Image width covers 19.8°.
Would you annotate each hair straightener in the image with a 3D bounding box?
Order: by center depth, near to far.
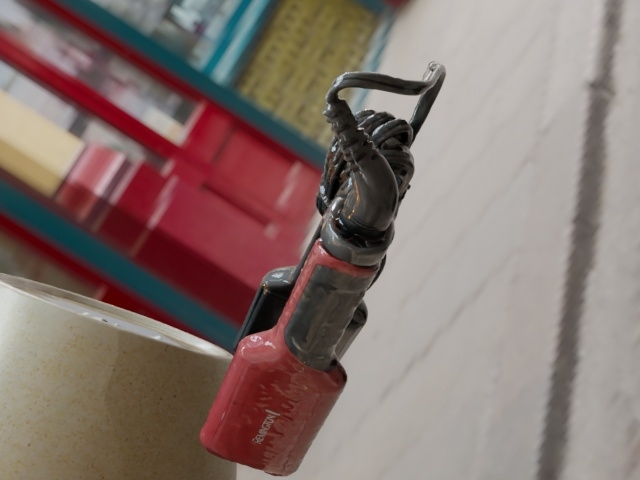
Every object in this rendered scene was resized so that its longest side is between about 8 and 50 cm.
[{"bbox_3d":[0.000,0.000,0.622,0.230,0.047,0.089,104,-176,-60],"label":"hair straightener"}]

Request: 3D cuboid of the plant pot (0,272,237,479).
[{"bbox_3d":[-0.145,0.164,0.884,0.256,0.256,0.274,-167,96,-82],"label":"plant pot"}]
